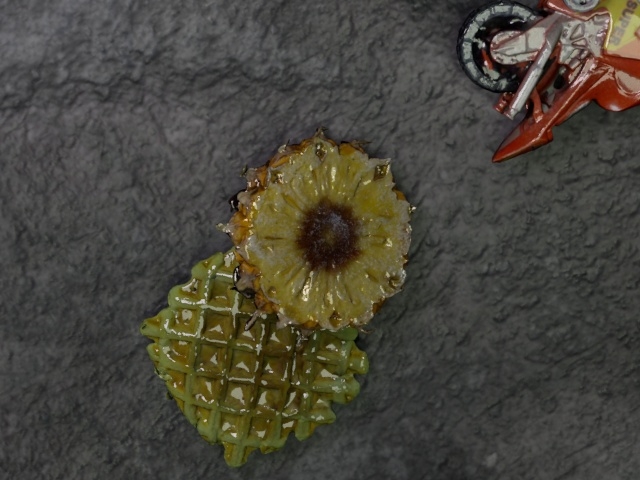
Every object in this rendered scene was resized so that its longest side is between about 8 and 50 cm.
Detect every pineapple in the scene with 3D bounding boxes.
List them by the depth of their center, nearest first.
[{"bbox_3d":[0.000,0.000,1.697,0.221,0.047,0.221,0,91,-21],"label":"pineapple"}]

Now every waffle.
[{"bbox_3d":[-0.062,0.106,1.747,0.208,0.054,0.214,-35,105,-1],"label":"waffle"}]

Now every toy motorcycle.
[{"bbox_3d":[0.282,-0.188,1.680,0.298,0.089,0.171,-20,106,2],"label":"toy motorcycle"}]
